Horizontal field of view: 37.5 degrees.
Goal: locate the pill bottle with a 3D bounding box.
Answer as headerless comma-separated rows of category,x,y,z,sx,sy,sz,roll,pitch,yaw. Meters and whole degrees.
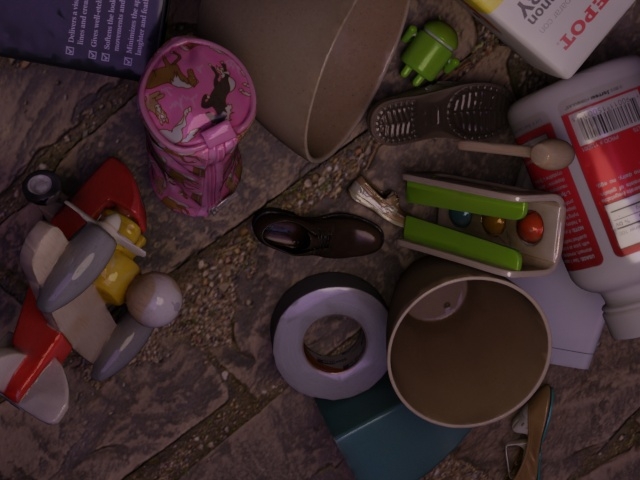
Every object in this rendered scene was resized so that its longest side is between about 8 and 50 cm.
pill bottle,0.468,-0.064,1.483,0.229,0.229,0.408,-21,89,1

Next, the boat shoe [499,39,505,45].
boat shoe,0.363,-0.312,1.540,0.152,0.056,0.049,4,103,-8

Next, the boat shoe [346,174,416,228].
boat shoe,0.112,-0.065,1.602,0.135,0.050,0.045,28,109,-15

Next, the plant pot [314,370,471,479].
plant pot,0.141,0.323,1.685,0.234,0.166,0.165,-29,110,-3

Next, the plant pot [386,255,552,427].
plant pot,0.214,0.128,1.561,0.256,0.274,0.256,-2,110,-6

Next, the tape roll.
tape roll,0.022,0.169,1.663,0.219,0.072,0.219,-2,109,-6

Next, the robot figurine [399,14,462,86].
robot figurine,0.175,-0.303,1.516,0.101,0.067,0.115,35,102,-4

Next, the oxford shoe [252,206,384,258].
oxford shoe,0.000,0.000,1.590,0.227,0.096,0.083,3,107,-9

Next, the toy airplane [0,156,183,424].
toy airplane,-0.350,0.096,1.431,0.272,0.386,0.384,9,109,4

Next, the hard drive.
hard drive,0.421,0.049,1.677,0.233,0.047,0.353,11,107,-10

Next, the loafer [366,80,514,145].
loafer,0.192,-0.214,1.541,0.268,0.092,0.102,-6,112,-21

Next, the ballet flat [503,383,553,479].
ballet flat,0.388,0.375,1.774,0.073,0.080,0.232,7,108,7

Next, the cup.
cup,-0.039,-0.313,1.387,0.237,0.331,0.331,28,106,12

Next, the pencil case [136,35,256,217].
pencil case,-0.181,-0.151,1.365,0.167,0.386,0.160,27,76,-1

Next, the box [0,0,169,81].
box,-0.403,-0.416,1.339,0.395,0.212,0.293,9,108,-10

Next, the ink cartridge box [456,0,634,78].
ink cartridge box,0.248,-0.434,1.192,0.384,0.160,0.279,36,102,-17

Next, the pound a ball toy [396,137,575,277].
pound a ball toy,0.271,-0.066,1.477,0.136,0.319,0.208,-3,101,-35
